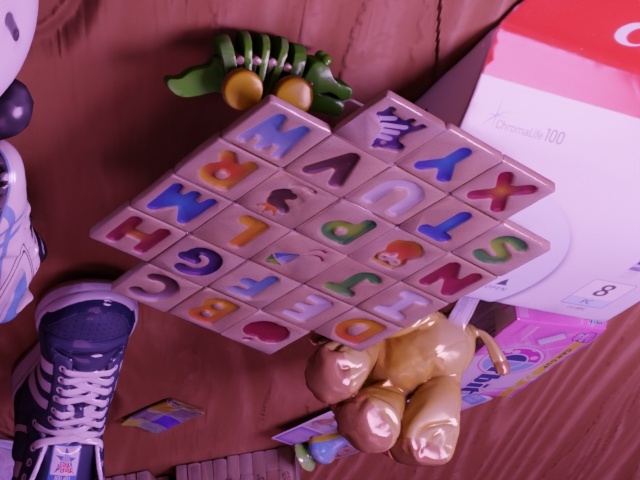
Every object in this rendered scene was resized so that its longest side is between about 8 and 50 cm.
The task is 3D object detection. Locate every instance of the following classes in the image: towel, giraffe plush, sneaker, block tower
[{"bbox_3d":[-0.183,0.204,1.582,0.083,0.009,0.060,-24,148,30],"label":"towel"},{"bbox_3d":[0.060,0.120,1.344,0.210,0.181,0.170,-42,-171,-28],"label":"giraffe plush"},{"bbox_3d":[-0.239,0.155,1.328,0.099,0.153,0.282,6,149,-22],"label":"sneaker"},{"bbox_3d":[-0.262,-0.010,1.113,0.086,0.085,0.237,-22,157,-29],"label":"sneaker"},{"bbox_3d":[-0.188,0.347,1.758,0.335,0.097,0.091,-10,151,9],"label":"block tower"}]

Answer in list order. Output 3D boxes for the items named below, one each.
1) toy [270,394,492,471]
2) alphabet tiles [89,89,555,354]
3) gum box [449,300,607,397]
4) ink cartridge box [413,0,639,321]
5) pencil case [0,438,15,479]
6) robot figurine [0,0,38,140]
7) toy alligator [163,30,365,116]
[{"bbox_3d":[0.075,0.230,1.636,0.237,0.056,0.137,-23,149,27],"label":"toy"},{"bbox_3d":[0.000,0.000,1.076,0.285,0.011,0.342,25,140,-33],"label":"alphabet tiles"},{"bbox_3d":[0.196,0.095,1.402,0.107,0.062,0.188,8,148,-26],"label":"gum box"},{"bbox_3d":[0.228,-0.065,1.086,0.308,0.091,0.385,12,149,-29],"label":"ink cartridge box"},{"bbox_3d":[-0.408,0.341,1.669,0.113,0.124,0.273,3,151,-18],"label":"pencil case"},{"bbox_3d":[-0.280,-0.128,0.750,0.278,0.173,0.209,-7,-177,40],"label":"robot figurine"},{"bbox_3d":[-0.017,-0.119,0.981,0.189,0.056,0.051,5,109,-20],"label":"toy alligator"}]
